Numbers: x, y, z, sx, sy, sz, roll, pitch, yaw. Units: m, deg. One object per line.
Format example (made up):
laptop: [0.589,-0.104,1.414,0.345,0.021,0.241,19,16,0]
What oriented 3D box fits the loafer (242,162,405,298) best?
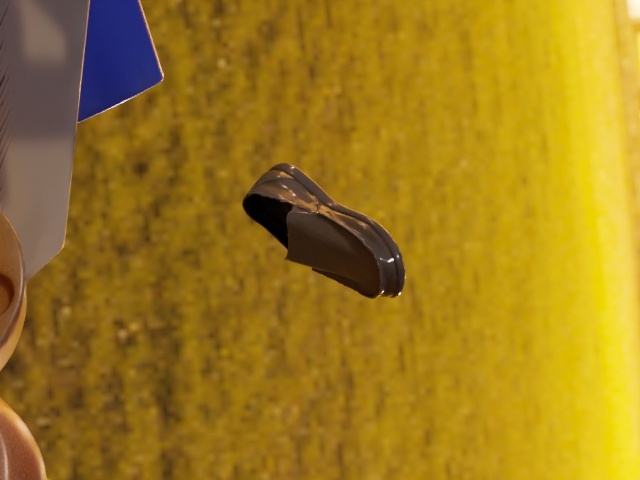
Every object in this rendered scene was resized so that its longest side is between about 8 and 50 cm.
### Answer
loafer: [0.000,0.000,1.352,0.148,0.050,0.056,36,-41,34]

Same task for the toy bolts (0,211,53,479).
toy bolts: [-0.212,0.054,0.679,0.158,0.229,0.218,73,7,-60]

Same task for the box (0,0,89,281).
box: [-0.173,-0.091,0.861,0.094,0.113,0.275,-45,157,-40]

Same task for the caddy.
caddy: [-0.312,-0.175,1.756,0.179,0.341,0.241,67,-13,-12]
